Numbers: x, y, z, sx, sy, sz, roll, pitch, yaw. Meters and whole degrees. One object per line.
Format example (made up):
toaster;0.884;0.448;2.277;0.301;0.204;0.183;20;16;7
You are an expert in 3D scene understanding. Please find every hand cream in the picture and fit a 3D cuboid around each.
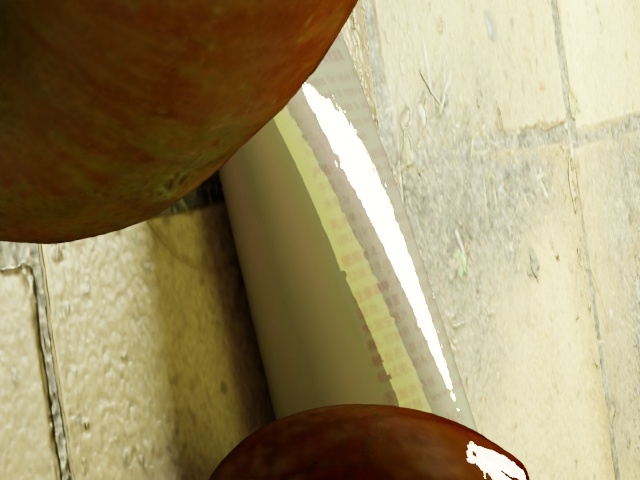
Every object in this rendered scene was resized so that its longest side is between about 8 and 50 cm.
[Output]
hand cream;0.000;0.000;1.186;0.185;0.118;0.358;-19;93;-64

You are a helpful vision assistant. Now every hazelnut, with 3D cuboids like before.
hazelnut;0.013;0.189;1.055;0.181;0.181;0.212;-23;123;-78

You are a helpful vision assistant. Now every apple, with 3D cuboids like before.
apple;-0.109;-0.164;0.742;0.250;0.277;0.309;-60;150;-60
